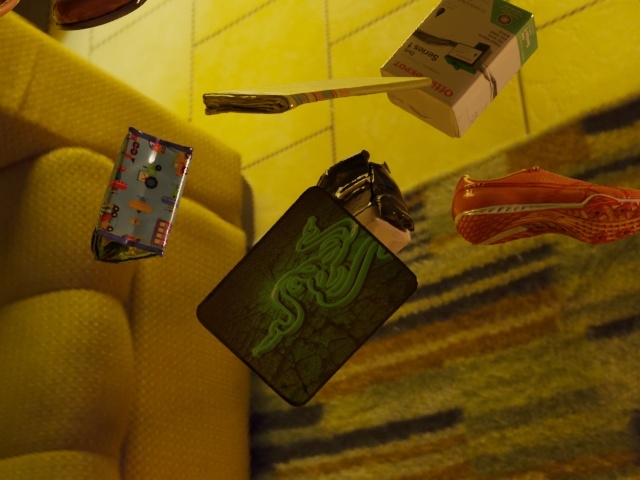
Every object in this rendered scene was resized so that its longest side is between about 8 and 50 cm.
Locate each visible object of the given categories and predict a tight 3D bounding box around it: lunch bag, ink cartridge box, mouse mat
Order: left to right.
[{"bbox_3d":[-0.376,-0.071,1.892,0.293,0.138,0.221,-23,51,66],"label":"lunch bag"},{"bbox_3d":[-0.014,0.059,0.961,0.190,0.152,0.007,-47,4,5],"label":"mouse mat"},{"bbox_3d":[0.229,-0.301,1.565,0.160,0.093,0.219,34,76,29],"label":"ink cartridge box"}]

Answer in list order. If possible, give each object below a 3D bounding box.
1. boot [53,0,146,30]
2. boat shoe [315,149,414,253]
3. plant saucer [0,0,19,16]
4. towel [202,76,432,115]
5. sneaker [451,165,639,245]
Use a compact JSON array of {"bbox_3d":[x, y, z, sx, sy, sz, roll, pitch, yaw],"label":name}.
[{"bbox_3d":[-0.260,-0.412,1.075,0.264,0.280,0.096,-40,39,-11],"label":"boot"},{"bbox_3d":[0.000,0.000,1.505,0.340,0.127,0.158,-34,47,28],"label":"boat shoe"},{"bbox_3d":[-0.407,-0.287,0.980,0.037,0.199,0.200,124,142,-47],"label":"plant saucer"},{"bbox_3d":[0.004,-0.139,0.901,0.102,0.237,0.021,9,107,36],"label":"towel"},{"bbox_3d":[0.198,-0.036,0.793,0.175,0.064,0.067,2,54,0],"label":"sneaker"}]
